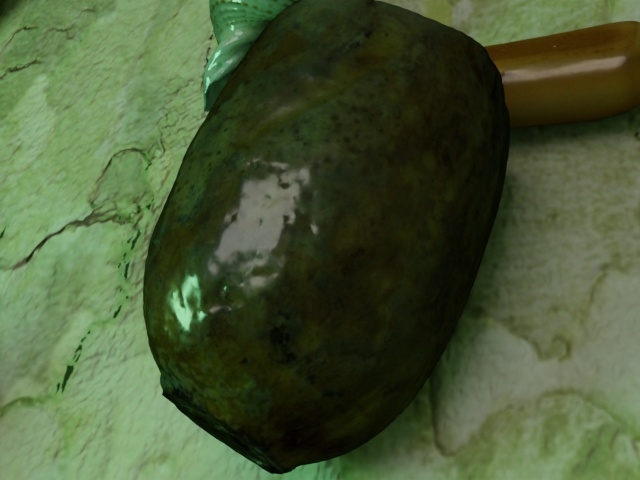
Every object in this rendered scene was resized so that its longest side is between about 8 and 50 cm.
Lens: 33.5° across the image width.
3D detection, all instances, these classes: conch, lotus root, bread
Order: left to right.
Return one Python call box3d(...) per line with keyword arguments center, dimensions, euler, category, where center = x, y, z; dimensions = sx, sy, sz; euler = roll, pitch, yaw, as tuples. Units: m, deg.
box3d(center=(-0.038, -0.213, 1.075), dimensions=(0.172, 0.131, 0.200), euler=(32, 114, 21), category="conch")
box3d(center=(0.000, 0.000, 0.821), dimensions=(0.250, 0.250, 0.346), euler=(11, 65, 34), category="lotus root")
box3d(center=(0.170, -0.135, 0.938), dimensions=(0.239, 0.074, 0.093), euler=(-5, 35, 25), category="bread")
